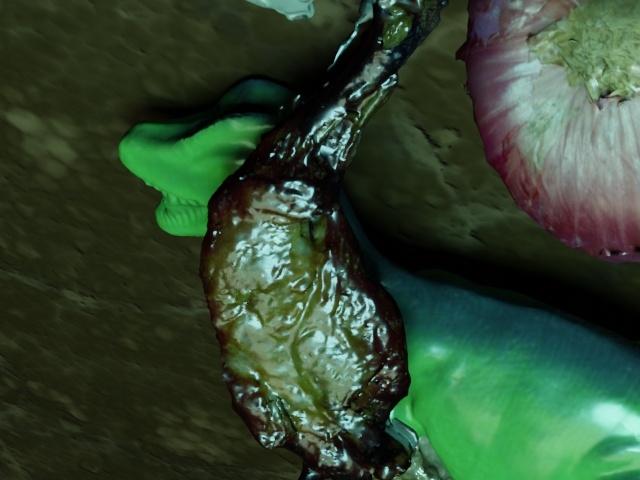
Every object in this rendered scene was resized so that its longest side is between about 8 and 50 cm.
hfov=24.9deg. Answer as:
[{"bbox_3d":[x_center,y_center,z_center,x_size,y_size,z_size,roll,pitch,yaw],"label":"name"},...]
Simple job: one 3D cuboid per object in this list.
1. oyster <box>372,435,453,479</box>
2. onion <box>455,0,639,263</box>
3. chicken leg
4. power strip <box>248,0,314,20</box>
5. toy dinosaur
[{"bbox_3d":[0.043,0.136,0.927,0.105,0.056,0.177,-3,146,48],"label":"oyster"},{"bbox_3d":[0.134,-0.067,0.510,0.150,0.150,0.140,-9,176,41],"label":"onion"},{"bbox_3d":[0.000,0.000,0.638,0.106,0.051,0.253,10,115,13],"label":"chicken leg"},{"bbox_3d":[-0.049,-0.158,0.549,0.048,0.030,0.191,-1,142,36],"label":"power strip"},{"bbox_3d":[0.171,0.068,0.674,0.500,0.144,0.374,-2,128,37],"label":"toy dinosaur"}]
